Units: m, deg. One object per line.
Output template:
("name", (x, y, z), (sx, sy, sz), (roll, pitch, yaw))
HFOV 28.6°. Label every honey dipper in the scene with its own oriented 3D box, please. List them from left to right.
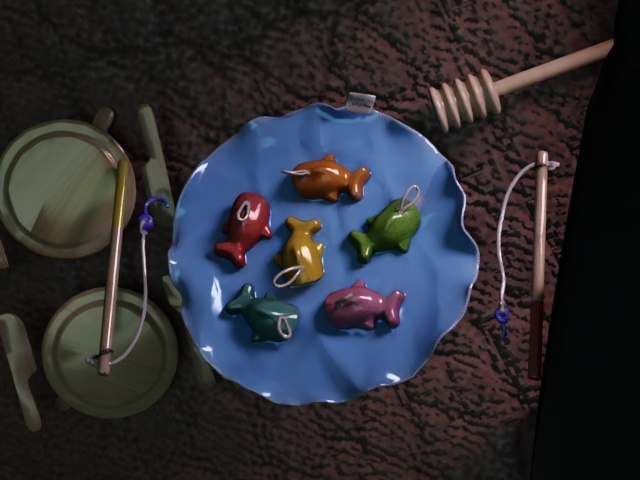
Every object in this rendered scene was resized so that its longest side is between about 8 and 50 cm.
("honey dipper", (0.145, -0.103, 0.748), (0.161, 0.030, 0.030), (-18, 94, 6))

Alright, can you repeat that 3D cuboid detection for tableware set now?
("tableware set", (-0.147, 0.018, 0.796), (0.128, 0.039, 0.194), (-13, 100, -3))

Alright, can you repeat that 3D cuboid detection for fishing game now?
("fishing game", (0.000, 0.000, 0.717), (0.264, 0.041, 0.189), (3, 70, 10))

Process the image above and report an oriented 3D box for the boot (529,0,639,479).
("boot", (0.286, 0.019, 0.566), (0.367, 0.146, 0.445), (19, 133, 21))
